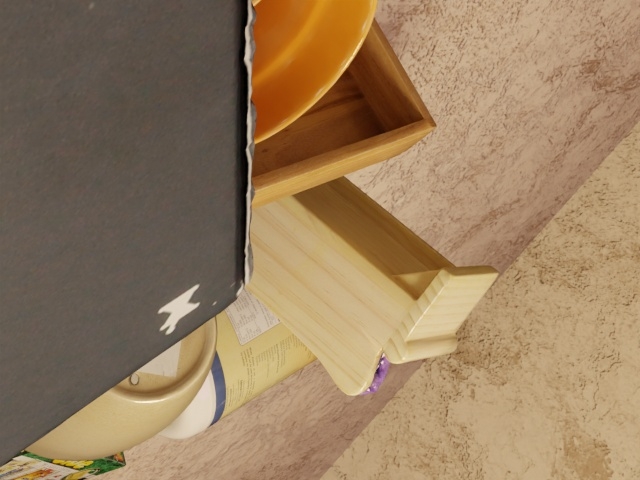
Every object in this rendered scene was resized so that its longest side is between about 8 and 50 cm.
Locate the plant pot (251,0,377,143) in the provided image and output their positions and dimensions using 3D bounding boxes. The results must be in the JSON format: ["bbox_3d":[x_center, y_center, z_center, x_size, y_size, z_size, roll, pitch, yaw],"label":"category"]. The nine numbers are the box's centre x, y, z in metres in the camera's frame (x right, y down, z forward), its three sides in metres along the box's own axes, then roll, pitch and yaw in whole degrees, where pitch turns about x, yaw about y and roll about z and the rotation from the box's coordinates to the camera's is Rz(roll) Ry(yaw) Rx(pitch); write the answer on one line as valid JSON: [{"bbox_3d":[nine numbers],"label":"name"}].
[{"bbox_3d":[-0.088,-0.212,1.066,0.205,0.188,0.205,-36,158,-17],"label":"plant pot"}]

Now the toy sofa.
[{"bbox_3d":[0.000,0.000,1.407,0.177,0.362,0.150,-56,158,16],"label":"toy sofa"}]

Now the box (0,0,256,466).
[{"bbox_3d":[-0.351,-0.074,0.438,0.480,0.472,0.297,-36,159,-21],"label":"box"}]

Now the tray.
[{"bbox_3d":[-0.082,-0.134,1.200,0.411,0.203,0.076,-22,170,-45],"label":"tray"}]

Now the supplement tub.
[{"bbox_3d":[-0.107,0.079,1.554,0.316,0.228,0.228,-29,156,-35],"label":"supplement tub"}]

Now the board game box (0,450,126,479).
[{"bbox_3d":[-0.374,0.304,1.720,0.136,0.030,0.260,-22,160,6],"label":"board game box"}]

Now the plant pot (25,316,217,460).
[{"bbox_3d":[-0.201,0.091,1.208,0.256,0.256,0.274,-34,-172,-23],"label":"plant pot"}]
